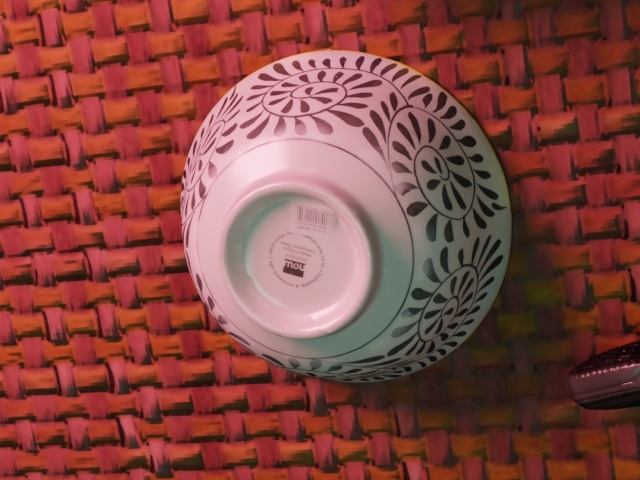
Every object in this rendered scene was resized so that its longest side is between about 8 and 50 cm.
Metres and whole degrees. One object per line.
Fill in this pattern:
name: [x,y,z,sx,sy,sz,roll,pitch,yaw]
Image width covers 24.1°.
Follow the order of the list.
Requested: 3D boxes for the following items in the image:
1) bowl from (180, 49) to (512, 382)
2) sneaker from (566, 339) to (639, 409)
bowl: [0.000,0.000,0.703,0.170,0.080,0.170,5,107,16]
sneaker: [0.204,0.080,0.676,0.170,0.051,0.089,-15,95,17]
